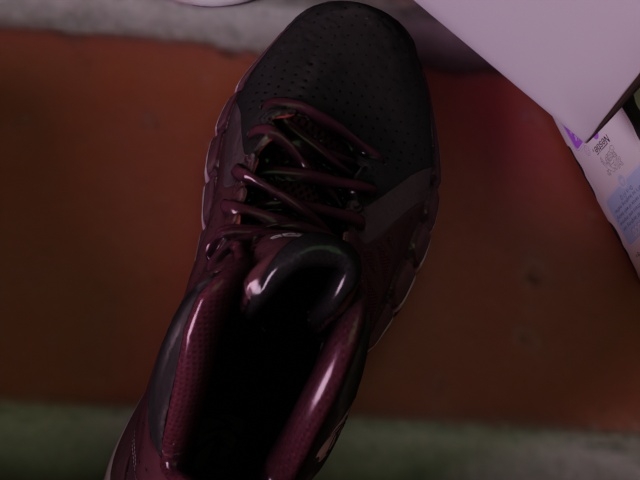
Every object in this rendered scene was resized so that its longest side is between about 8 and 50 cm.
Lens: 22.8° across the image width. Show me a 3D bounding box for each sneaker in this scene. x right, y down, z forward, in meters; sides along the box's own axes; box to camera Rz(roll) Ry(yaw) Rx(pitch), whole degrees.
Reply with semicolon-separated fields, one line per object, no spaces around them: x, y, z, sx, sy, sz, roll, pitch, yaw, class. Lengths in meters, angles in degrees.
0.000;0.000;0.627;0.106;0.162;0.281;18;67;-5;sneaker

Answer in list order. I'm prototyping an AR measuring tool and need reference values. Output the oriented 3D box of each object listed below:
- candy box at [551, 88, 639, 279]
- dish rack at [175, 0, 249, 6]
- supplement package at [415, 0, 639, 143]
0.186;-0.101;0.759;0.165;0.070;0.196;-20;74;-19;candy box
-0.019;-0.298;0.793;0.285;0.072;0.333;-20;76;-20;dish rack
0.151;-0.185;0.672;0.139;0.134;0.244;42;65;7;supplement package
